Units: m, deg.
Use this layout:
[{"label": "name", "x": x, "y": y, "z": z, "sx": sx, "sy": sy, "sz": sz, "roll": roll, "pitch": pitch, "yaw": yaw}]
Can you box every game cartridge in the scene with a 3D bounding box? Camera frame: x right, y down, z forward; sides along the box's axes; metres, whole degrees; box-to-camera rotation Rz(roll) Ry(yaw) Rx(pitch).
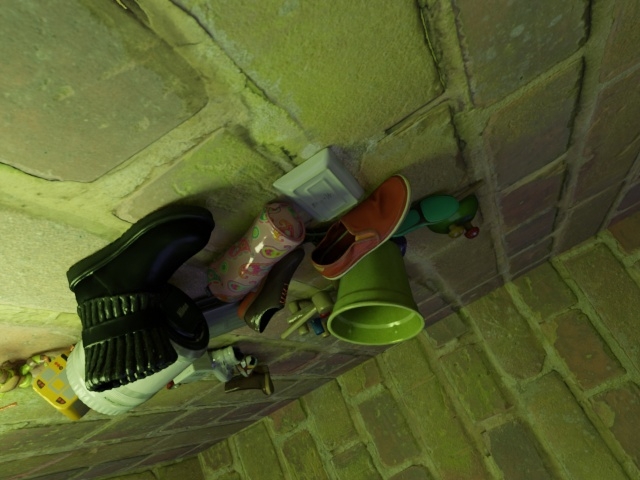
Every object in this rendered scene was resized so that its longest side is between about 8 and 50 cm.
[{"label": "game cartridge", "x": -0.377, "y": 0.245, "z": 1.387, "sx": 0.355, "sy": 0.068, "sz": 0.230, "roll": -17, "pitch": 158, "yaw": -21}]

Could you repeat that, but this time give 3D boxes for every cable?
[{"label": "cable", "x": 0.000, "y": 0.000, "z": 1.255, "sx": 0.287, "sy": 0.072, "sz": 0.139, "roll": 7, "pitch": 134, "yaw": -51}]

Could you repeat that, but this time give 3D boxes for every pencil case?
[{"label": "pencil case", "x": -0.159, "y": 0.033, "z": 1.111, "sx": 0.124, "sy": 0.124, "sz": 0.284, "roll": 4, "pitch": 143, "yaw": -49}]

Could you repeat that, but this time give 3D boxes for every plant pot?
[{"label": "plant pot", "x": 0.160, "y": 0.141, "z": 1.420, "sx": 0.276, "sy": 0.254, "sz": 0.276, "roll": 2, "pitch": 145, "yaw": 1}]

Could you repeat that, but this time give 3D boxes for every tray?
[{"label": "tray", "x": 0.011, "y": -0.111, "z": 1.096, "sx": 0.145, "sy": 0.030, "sz": 0.270, "roll": -31, "pitch": 156, "yaw": 12}]

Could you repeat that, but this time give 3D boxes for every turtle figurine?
[{"label": "turtle figurine", "x": -0.749, "y": 0.330, "z": 1.144, "sx": 0.269, "sy": 0.087, "sz": 0.217, "roll": -37, "pitch": 172, "yaw": -8}]

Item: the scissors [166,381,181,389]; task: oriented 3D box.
[{"label": "scissors", "x": -0.566, "y": 0.519, "z": 1.796, "sx": 0.109, "sy": 0.021, "sz": 0.297, "roll": -21, "pitch": 154, "yaw": -6}]

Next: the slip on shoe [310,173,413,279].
[{"label": "slip on shoe", "x": 0.102, "y": -0.034, "z": 1.190, "sx": 0.331, "sy": 0.123, "sz": 0.101, "roll": -46, "pitch": 144, "yaw": 13}]

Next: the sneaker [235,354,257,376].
[{"label": "sneaker", "x": -0.298, "y": 0.531, "z": 2.019, "sx": 0.083, "sy": 0.070, "sz": 0.185, "roll": -22, "pitch": 157, "yaw": 3}]

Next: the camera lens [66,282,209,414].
[{"label": "camera lens", "x": -0.418, "y": 0.244, "z": 1.112, "sx": 0.274, "sy": 0.219, "sz": 0.219, "roll": -40, "pitch": 154, "yaw": 10}]

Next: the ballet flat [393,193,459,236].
[{"label": "ballet flat", "x": 0.287, "y": -0.074, "z": 1.407, "sx": 0.247, "sy": 0.083, "sz": 0.087, "roll": -21, "pitch": 179, "yaw": -13}]

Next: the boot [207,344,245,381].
[{"label": "boot", "x": -0.343, "y": 0.469, "z": 1.815, "sx": 0.123, "sy": 0.095, "sz": 0.258, "roll": -19, "pitch": 155, "yaw": 0}]

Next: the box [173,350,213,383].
[{"label": "box", "x": -0.452, "y": 0.438, "z": 1.656, "sx": 0.102, "sy": 0.087, "sz": 0.101, "roll": -34, "pitch": 155, "yaw": 19}]

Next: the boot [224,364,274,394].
[{"label": "boot", "x": -0.316, "y": 0.640, "z": 2.085, "sx": 0.206, "sy": 0.090, "sz": 0.248, "roll": -19, "pitch": -168, "yaw": -9}]

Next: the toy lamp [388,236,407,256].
[{"label": "toy lamp", "x": 0.227, "y": 0.065, "z": 1.609, "sx": 0.080, "sy": 0.080, "sz": 0.275, "roll": -18, "pitch": 157, "yaw": -19}]

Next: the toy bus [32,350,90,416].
[{"label": "toy bus", "x": -0.637, "y": 0.385, "z": 1.242, "sx": 0.130, "sy": 0.108, "sz": 0.333, "roll": -52, "pitch": 179, "yaw": -32}]

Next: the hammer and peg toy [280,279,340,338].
[{"label": "hammer and peg toy", "x": 0.007, "y": 0.236, "z": 1.668, "sx": 0.266, "sy": 0.127, "sz": 0.361, "roll": -32, "pitch": 155, "yaw": 16}]

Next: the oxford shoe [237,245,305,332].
[{"label": "oxford shoe", "x": -0.115, "y": 0.134, "z": 1.315, "sx": 0.271, "sy": 0.098, "sz": 0.097, "roll": -55, "pitch": 151, "yaw": 9}]

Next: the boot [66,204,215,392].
[{"label": "boot", "x": -0.325, "y": 0.114, "z": 0.925, "sx": 0.348, "sy": 0.260, "sz": 0.131, "roll": -31, "pitch": 155, "yaw": 11}]

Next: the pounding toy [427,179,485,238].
[{"label": "pounding toy", "x": 0.453, "y": -0.065, "z": 1.531, "sx": 0.182, "sy": 0.110, "sz": 0.237, "roll": -23, "pitch": 156, "yaw": -8}]
